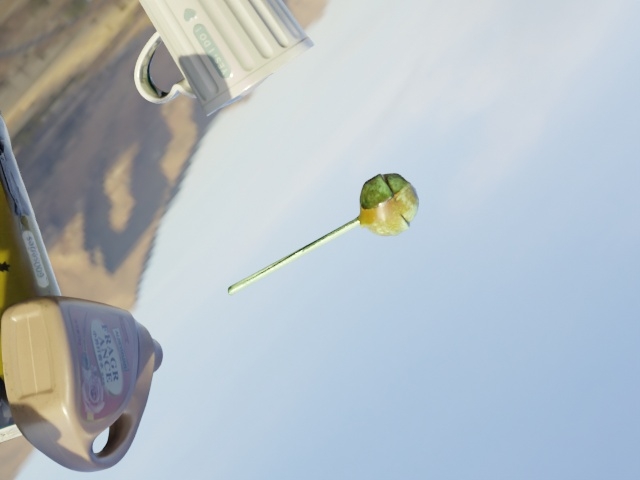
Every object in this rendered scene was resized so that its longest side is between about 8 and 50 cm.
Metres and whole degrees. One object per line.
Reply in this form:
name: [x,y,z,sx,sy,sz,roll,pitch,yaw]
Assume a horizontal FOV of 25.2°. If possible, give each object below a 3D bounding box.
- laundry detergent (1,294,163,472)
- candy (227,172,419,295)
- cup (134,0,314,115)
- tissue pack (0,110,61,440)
laundry detergent: [-0.225,0.147,1.438,0.076,0.171,0.237,-13,166,18]
candy: [0.000,0.000,1.341,0.202,0.061,0.061,-28,-168,7]
cup: [-0.151,-0.272,1.844,0.221,0.202,0.167,-34,-174,-5]
tissue pack: [-0.479,0.075,1.867,0.264,0.416,0.253,-17,173,-17]
